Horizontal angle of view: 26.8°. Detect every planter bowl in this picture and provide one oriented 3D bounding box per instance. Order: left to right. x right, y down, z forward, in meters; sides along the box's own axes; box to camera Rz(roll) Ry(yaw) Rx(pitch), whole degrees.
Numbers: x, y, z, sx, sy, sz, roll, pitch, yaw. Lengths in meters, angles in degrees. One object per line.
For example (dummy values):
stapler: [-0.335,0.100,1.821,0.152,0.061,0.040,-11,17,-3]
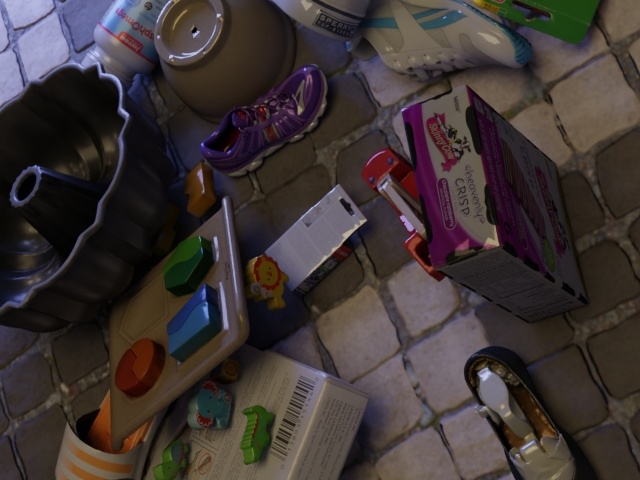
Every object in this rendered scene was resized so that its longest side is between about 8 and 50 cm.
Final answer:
planter bowl: [-0.124,-0.229,1.558,0.162,0.109,0.162,-9,70,26]

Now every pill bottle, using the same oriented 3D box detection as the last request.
pill bottle: [-0.219,-0.261,1.635,0.087,0.087,0.160,39,96,33]

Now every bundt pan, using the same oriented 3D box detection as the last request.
bundt pan: [-0.296,-0.036,1.559,0.330,0.124,0.331,-24,50,32]

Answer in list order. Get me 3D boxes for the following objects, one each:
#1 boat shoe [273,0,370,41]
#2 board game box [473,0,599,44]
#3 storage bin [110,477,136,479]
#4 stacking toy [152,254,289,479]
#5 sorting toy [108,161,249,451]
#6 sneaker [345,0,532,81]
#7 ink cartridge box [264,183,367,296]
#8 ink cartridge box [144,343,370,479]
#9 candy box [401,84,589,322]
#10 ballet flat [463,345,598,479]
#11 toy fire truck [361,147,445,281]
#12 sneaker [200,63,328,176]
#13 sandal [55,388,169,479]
boat shoe: [-0.036,-0.376,1.495,0.156,0.135,0.367,-59,41,22]
board game box: [0.257,-0.337,1.387,0.124,0.039,0.260,22,83,3]
storage bin: [-0.218,0.328,1.403,0.091,0.098,0.135,60,143,40]
stacking toy: [-0.113,0.139,1.417,0.167,0.052,0.221,-25,50,45]
sorting toy: [-0.169,0.053,1.467,0.229,0.041,0.307,-43,34,24]
sneaker: [0.125,-0.211,1.431,0.228,0.087,0.092,25,94,40]
ink cartridge box: [0.000,0.000,1.463,0.115,0.029,0.063,-43,58,11]
ink cartridge box: [-0.091,0.259,1.414,0.261,0.066,0.296,16,82,58]
candy box: [0.167,-0.027,1.254,0.071,0.233,0.159,-19,67,23]
ballet flat: [0.195,0.185,1.270,0.074,0.074,0.203,-37,61,15]
toy fire truck: [0.095,-0.030,1.354,0.047,0.135,0.192,-45,59,10]
sneaker: [-0.063,-0.136,1.517,0.170,0.071,0.068,-41,59,12]
sandal: [-0.243,0.216,1.505,0.102,0.076,0.265,19,84,34]
